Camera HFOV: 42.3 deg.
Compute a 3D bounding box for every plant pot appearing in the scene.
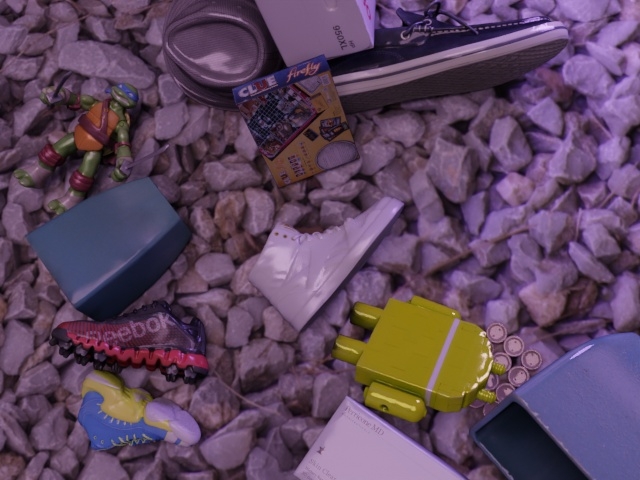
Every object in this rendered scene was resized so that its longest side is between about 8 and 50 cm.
[{"bbox_3d":[0.426,0.284,1.266,0.252,0.248,0.247,-35,73,-20],"label":"plant pot"},{"bbox_3d":[-0.364,0.005,1.493,0.234,0.165,0.165,-38,74,-8],"label":"plant pot"}]

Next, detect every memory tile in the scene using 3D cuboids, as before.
[{"bbox_3d":[0.296,0.223,1.412,0.113,0.012,0.148,37,85,15],"label":"memory tile"}]

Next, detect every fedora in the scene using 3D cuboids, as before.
[{"bbox_3d":[-0.189,-0.357,1.525,0.275,0.124,0.243,18,108,9],"label":"fedora"}]

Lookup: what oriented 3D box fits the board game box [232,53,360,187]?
[{"bbox_3d":[-0.037,-0.201,1.445,0.165,0.243,0.042,-20,56,3],"label":"board game box"}]

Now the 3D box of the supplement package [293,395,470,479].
[{"bbox_3d":[0.118,0.382,1.301,0.262,0.204,0.145,32,83,15],"label":"supplement package"}]

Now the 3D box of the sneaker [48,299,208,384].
[{"bbox_3d":[-0.327,0.165,1.455,0.276,0.097,0.135,11,68,-11],"label":"sneaker"}]

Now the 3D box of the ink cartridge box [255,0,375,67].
[{"bbox_3d":[-0.017,-0.538,1.420,0.166,0.285,0.395,-11,48,18],"label":"ink cartridge box"}]

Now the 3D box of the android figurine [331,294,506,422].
[{"bbox_3d":[0.165,0.189,1.358,0.273,0.056,0.248,17,44,13],"label":"android figurine"}]

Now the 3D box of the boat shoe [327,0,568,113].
[{"bbox_3d":[0.184,-0.342,1.480,0.500,0.187,0.156,-9,81,12],"label":"boat shoe"}]

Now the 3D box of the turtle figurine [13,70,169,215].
[{"bbox_3d":[-0.442,-0.175,1.507,0.266,0.198,0.274,-50,32,12],"label":"turtle figurine"}]

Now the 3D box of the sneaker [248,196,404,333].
[{"bbox_3d":[0.000,0.000,1.462,0.169,0.108,0.292,41,87,12],"label":"sneaker"}]

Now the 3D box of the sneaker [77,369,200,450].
[{"bbox_3d":[-0.326,0.327,1.452,0.240,0.091,0.126,26,94,21],"label":"sneaker"}]
